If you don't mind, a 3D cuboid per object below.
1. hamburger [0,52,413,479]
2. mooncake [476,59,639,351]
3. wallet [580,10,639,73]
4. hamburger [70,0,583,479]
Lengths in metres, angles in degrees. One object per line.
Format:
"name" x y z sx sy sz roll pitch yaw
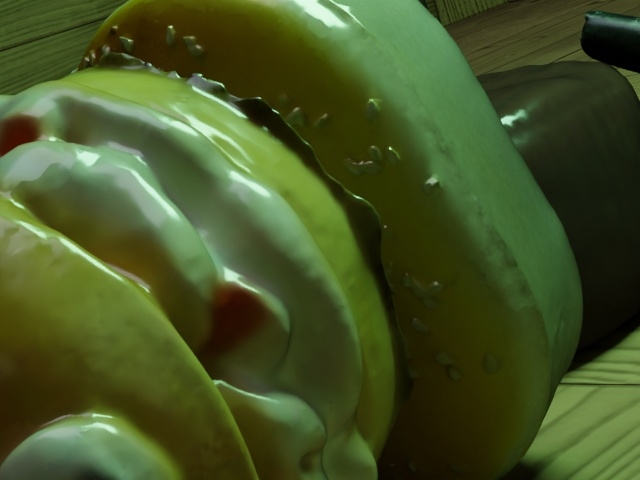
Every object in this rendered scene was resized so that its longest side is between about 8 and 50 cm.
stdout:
"hamburger" -0.117 0.079 0.654 0.276 0.276 0.237 -8 23 37
"mooncake" 0.078 -0.013 1.063 0.325 0.174 0.334 -22 13 -15
"wallet" 0.342 -0.097 1.036 0.318 0.045 0.172 18 5 34
"hamburger" 0.000 0.000 0.778 0.151 0.295 0.227 -34 6 -37
